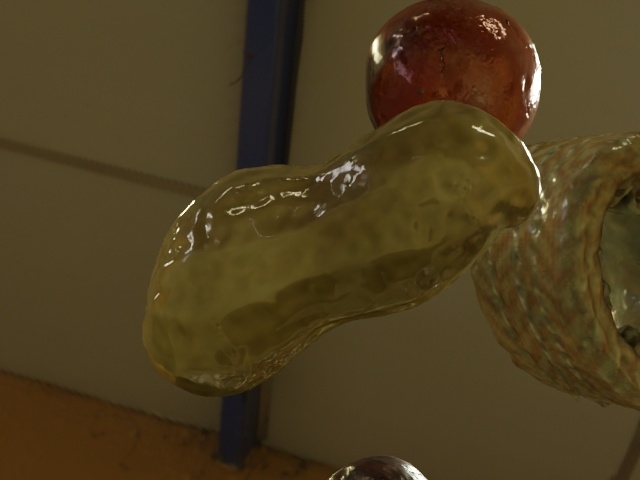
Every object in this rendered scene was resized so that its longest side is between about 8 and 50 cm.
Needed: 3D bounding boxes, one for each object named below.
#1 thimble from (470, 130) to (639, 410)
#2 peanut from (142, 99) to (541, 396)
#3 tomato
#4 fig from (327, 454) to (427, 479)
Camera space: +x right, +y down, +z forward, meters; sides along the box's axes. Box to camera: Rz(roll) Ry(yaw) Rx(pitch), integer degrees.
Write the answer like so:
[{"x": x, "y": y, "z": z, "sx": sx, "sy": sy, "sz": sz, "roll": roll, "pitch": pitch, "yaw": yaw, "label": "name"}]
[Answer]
[{"x": 0.242, "y": 0.021, "z": 0.869, "sx": 0.148, "sy": 0.196, "sz": 0.229, "roll": 2, "pitch": -58, "yaw": 60, "label": "thimble"}, {"x": 0.000, "y": 0.000, "z": 0.583, "sx": 0.257, "sy": 0.123, "sz": 0.123, "roll": -30, "pitch": -71, "yaw": 15, "label": "peanut"}, {"x": 0.143, "y": -0.176, "z": 1.142, "sx": 0.184, "sy": 0.208, "sz": 0.208, "roll": 1, "pitch": -45, "yaw": -34, "label": "tomato"}, {"x": 0.114, "y": 0.424, "z": 1.490, "sx": 0.249, "sy": 0.204, "sz": 0.186, "roll": -4, "pitch": -61, "yaw": 46, "label": "fig"}]
